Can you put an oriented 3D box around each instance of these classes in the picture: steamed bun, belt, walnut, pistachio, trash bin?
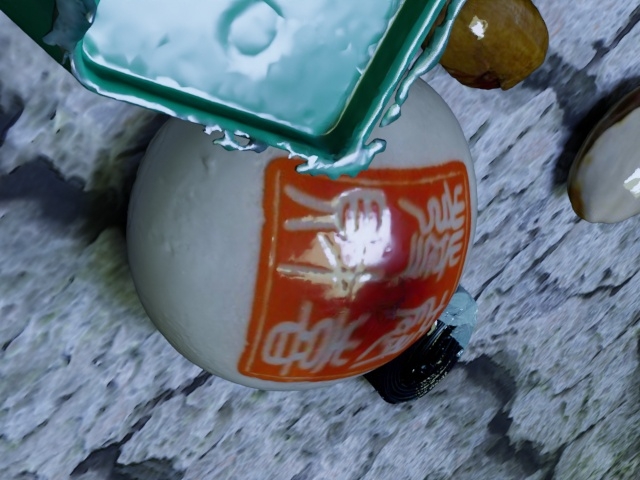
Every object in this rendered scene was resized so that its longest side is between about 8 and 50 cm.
[{"bbox_3d":[0.000,0.000,0.874,0.374,0.241,0.374,-17,132,-20],"label":"steamed bun"},{"bbox_3d":[0.139,0.133,1.213,0.151,0.078,0.198,8,117,-39],"label":"belt"},{"bbox_3d":[0.180,-0.220,0.934,0.207,0.116,0.116,11,117,-51],"label":"walnut"},{"bbox_3d":[0.422,-0.118,1.185,0.144,0.144,0.215,19,105,-45],"label":"pistachio"},{"bbox_3d":[-0.085,-0.236,0.501,0.259,0.381,0.295,12,116,-44],"label":"trash bin"}]
